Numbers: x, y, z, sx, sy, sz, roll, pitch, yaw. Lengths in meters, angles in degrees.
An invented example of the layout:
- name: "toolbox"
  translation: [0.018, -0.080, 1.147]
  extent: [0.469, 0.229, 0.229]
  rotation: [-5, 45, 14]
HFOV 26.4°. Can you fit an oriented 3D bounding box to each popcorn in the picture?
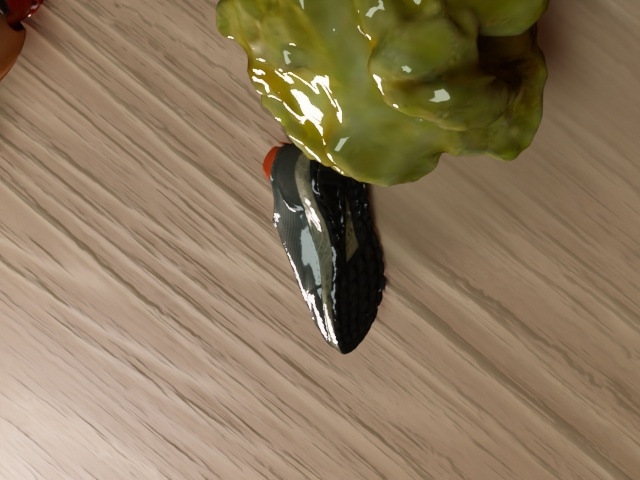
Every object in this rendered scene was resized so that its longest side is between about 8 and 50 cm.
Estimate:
- name: "popcorn"
  translation: [0.041, -0.162, 0.939]
  extent: [0.255, 0.195, 0.256]
  rotation: [31, 130, 22]

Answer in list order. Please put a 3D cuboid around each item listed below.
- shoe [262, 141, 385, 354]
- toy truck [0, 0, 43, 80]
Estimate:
- name: "shoe"
  translation: [0.000, 0.001, 1.146]
  extent: [0.077, 0.074, 0.194]
  rotation: [13, 124, 37]
- name: "toy truck"
  translation: [-0.391, -0.207, 1.164]
  extent: [0.265, 0.189, 0.239]
  rotation: [49, 142, -8]
